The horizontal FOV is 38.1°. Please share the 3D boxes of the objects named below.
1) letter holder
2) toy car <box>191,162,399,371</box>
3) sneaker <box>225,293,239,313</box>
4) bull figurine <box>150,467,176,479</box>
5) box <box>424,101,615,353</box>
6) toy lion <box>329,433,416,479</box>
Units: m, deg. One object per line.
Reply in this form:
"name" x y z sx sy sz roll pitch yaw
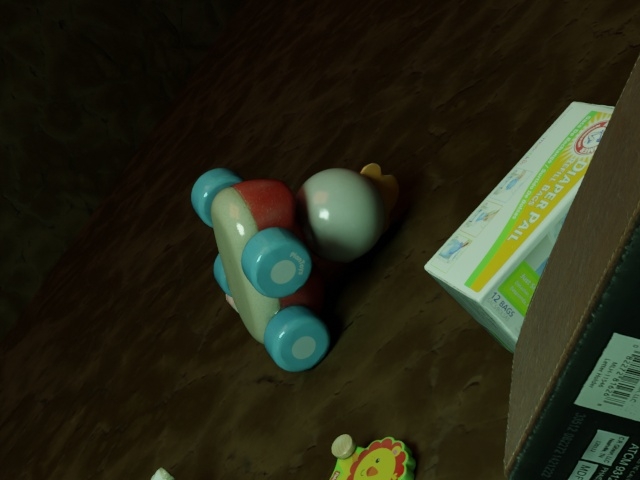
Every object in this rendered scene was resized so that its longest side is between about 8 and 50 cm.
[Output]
"letter holder" 0.225 -0.014 0.532 0.214 0.152 0.302 -74 -3 -48
"toy car" 0.000 0.000 1.117 0.238 0.210 0.219 -22 33 -15
"sneaker" -0.075 0.049 1.273 0.134 0.051 0.070 -49 24 4
"bull figurine" -0.154 0.343 0.879 0.188 0.101 0.310 -49 25 -15
"box" 0.208 -0.005 0.783 0.203 0.114 0.103 -47 23 -3
"toy lion" 0.038 0.220 0.831 0.096 0.034 0.100 7 57 53
